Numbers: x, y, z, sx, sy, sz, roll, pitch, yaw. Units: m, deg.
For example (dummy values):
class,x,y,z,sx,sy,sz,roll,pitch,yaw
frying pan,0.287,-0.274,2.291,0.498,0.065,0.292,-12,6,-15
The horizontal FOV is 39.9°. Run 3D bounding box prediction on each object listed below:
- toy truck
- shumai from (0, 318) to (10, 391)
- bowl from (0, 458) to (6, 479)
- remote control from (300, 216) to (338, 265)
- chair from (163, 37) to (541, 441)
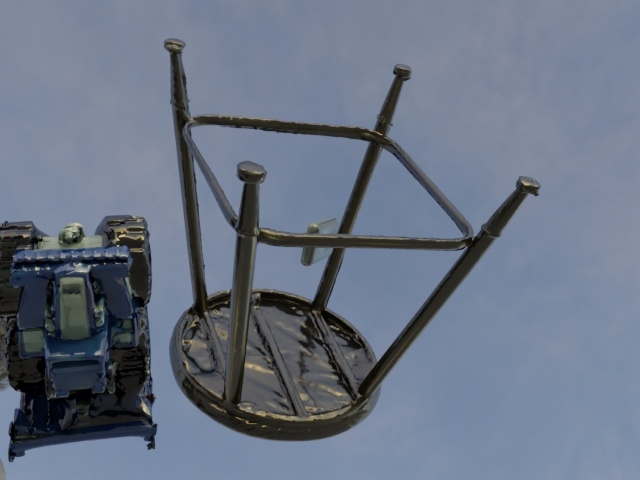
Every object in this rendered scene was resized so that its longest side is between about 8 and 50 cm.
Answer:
class,x,y,z,sx,sy,sz,roll,pitch,yaw
toy truck,-0.181,0.087,0.667,0.113,0.126,0.208,-4,-52,-13
shumai,-0.457,0.067,1.076,0.222,0.203,0.272,16,-28,-16
bowl,-0.538,0.264,0.966,0.346,0.345,0.157,-8,-60,-6
remote control,0.000,0.000,1.054,0.018,0.124,0.053,15,-81,10
chair,-0.023,0.012,1.146,0.362,0.364,0.410,1,-57,-25
